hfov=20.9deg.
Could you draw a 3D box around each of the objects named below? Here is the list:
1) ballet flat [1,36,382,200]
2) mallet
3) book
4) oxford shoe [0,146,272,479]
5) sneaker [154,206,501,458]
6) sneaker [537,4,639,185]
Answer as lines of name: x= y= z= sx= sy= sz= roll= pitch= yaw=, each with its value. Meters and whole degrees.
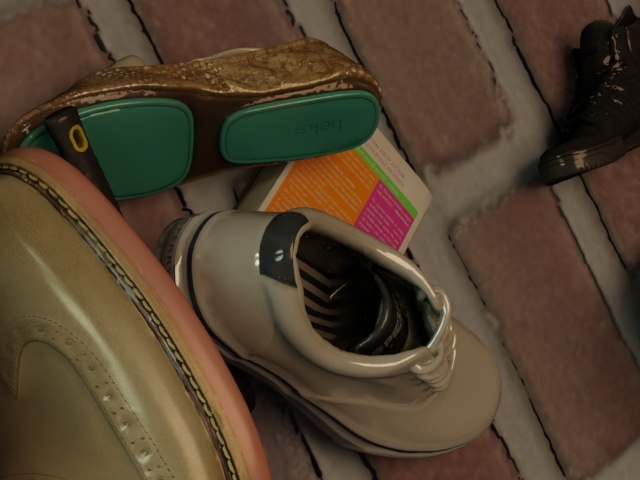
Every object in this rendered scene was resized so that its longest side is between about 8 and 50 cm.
ballet flat: x=-0.070 y=-0.066 z=0.892 sx=0.206 sy=0.073 sz=0.067 roll=-7 pitch=41 yaw=-26
mallet: x=-0.083 y=0.020 z=0.850 sx=0.062 sy=0.039 sz=0.190 roll=-30 pitch=110 yaw=-42
book: x=0.000 y=0.000 z=0.948 sx=0.096 sy=0.035 sz=0.144 roll=45 pitch=55 yaw=-23
oxford shoe: x=-0.101 y=0.155 z=0.763 sx=0.146 sy=0.140 sz=0.397 roll=-19 pitch=87 yaw=-32
sneaker: x=0.029 y=0.054 z=0.879 sx=0.258 sy=0.091 sz=0.094 roll=26 pitch=69 yaw=-47
sneaker: x=0.180 y=-0.097 z=1.102 sx=0.170 sy=0.051 sz=0.089 roll=-24 pitch=92 yaw=-44
